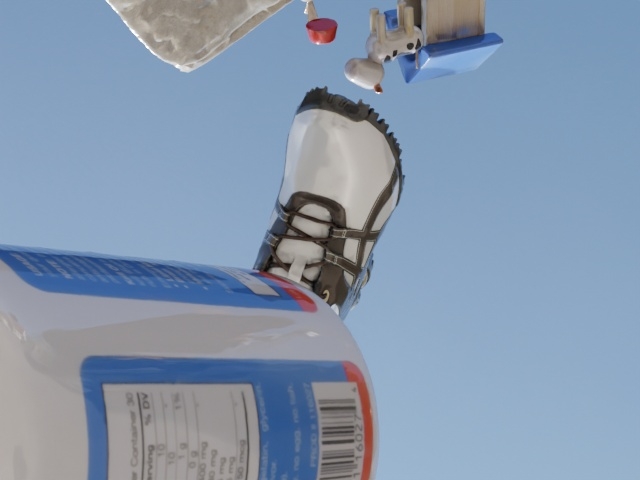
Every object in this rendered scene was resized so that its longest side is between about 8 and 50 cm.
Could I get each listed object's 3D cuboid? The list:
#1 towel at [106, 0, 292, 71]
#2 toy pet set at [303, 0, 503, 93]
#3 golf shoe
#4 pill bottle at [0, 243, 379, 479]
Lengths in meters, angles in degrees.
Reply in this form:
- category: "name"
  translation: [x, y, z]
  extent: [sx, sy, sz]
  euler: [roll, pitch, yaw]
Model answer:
- category: "towel"
  translation: [-0.084, -0.231, 0.781]
  extent: [0.187, 0.049, 0.282]
  euler: [-36, -32, 2]
- category: "toy pet set"
  translation: [0.027, -0.112, 0.655]
  extent: [0.114, 0.122, 0.065]
  euler: [-14, -55, -15]
- category: "golf shoe"
  translation: [0.000, 0.000, 0.766]
  extent: [0.077, 0.094, 0.198]
  euler: [18, -43, 14]
- category: "pill bottle"
  translation: [-0.091, 0.063, 0.382]
  extent: [0.221, 0.124, 0.124]
  euler: [9, -84, -52]
